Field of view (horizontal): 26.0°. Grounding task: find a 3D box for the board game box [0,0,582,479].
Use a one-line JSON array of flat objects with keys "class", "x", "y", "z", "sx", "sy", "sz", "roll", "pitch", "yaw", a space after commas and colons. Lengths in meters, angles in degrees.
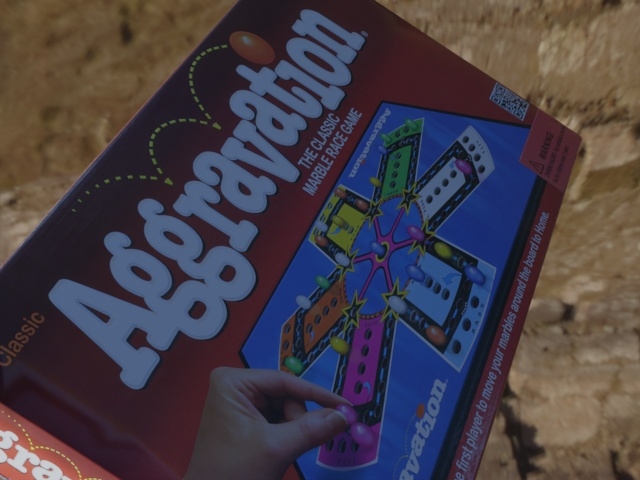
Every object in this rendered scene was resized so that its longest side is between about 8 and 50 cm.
[{"class": "board game box", "x": 0.000, "y": 0.000, "z": 0.453, "sx": 0.145, "sy": 0.281, "sz": 0.027, "roll": 32, "pitch": 127, "yaw": -2}]
